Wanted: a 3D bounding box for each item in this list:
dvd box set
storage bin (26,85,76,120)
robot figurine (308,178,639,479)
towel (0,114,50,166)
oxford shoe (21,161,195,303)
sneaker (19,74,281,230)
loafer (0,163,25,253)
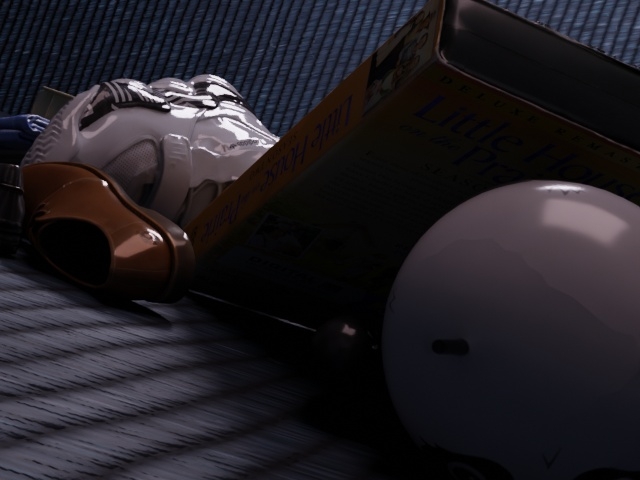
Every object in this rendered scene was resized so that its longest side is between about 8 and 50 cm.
[{"bbox_3d":[0.104,-0.009,0.855,0.308,0.062,0.420,19,-27,-21],"label":"dvd box set"},{"bbox_3d":[-0.316,-0.136,1.822,0.262,0.123,0.260,18,2,-35],"label":"storage bin"},{"bbox_3d":[0.121,0.056,0.648,0.173,0.209,0.278,48,4,5],"label":"robot figurine"},{"bbox_3d":[-0.333,-0.104,1.336,0.209,0.034,0.285,1,-6,26],"label":"towel"},{"bbox_3d":[-0.182,-0.013,0.819,0.076,0.076,0.212,2,14,-46],"label":"oxford shoe"},{"bbox_3d":[-0.113,-0.043,1.053,0.210,0.137,0.366,39,25,11],"label":"sneaker"},{"bbox_3d":[-0.259,-0.040,0.838,0.062,0.061,0.170,17,4,-45],"label":"loafer"}]
